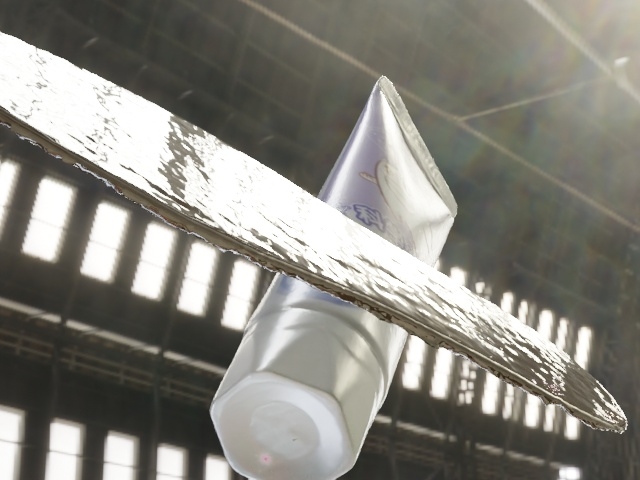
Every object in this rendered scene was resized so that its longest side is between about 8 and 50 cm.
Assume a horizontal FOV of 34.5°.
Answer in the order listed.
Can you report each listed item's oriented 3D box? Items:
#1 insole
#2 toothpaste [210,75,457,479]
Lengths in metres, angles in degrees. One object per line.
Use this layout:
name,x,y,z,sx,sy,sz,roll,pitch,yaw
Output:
insole,0.000,0.000,0.393,0.327,0.007,0.111,29,-162,-24
toothpaste,0.026,0.008,0.645,0.125,0.079,0.371,59,-154,-16
